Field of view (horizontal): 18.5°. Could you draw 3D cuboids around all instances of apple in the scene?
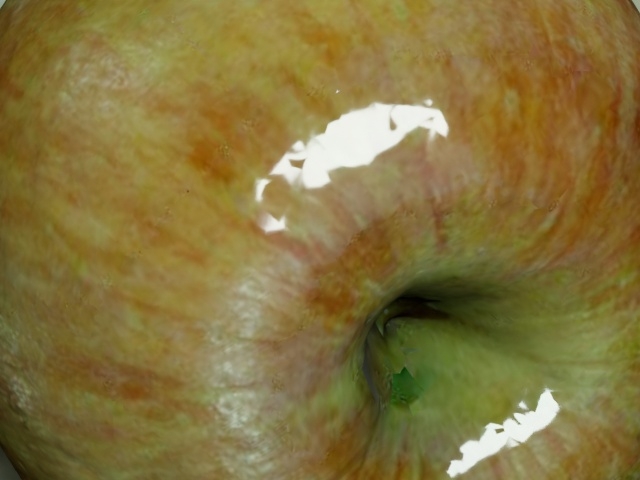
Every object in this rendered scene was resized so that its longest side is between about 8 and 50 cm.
[{"bbox_3d":[0.000,0.000,0.539,0.211,0.188,0.211,-8,110,-23],"label":"apple"}]
